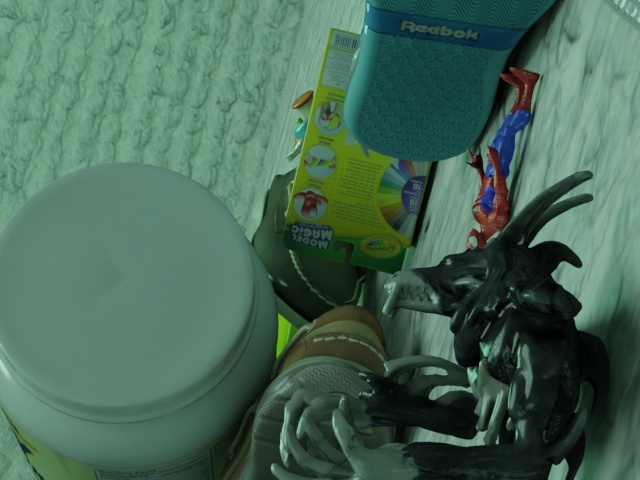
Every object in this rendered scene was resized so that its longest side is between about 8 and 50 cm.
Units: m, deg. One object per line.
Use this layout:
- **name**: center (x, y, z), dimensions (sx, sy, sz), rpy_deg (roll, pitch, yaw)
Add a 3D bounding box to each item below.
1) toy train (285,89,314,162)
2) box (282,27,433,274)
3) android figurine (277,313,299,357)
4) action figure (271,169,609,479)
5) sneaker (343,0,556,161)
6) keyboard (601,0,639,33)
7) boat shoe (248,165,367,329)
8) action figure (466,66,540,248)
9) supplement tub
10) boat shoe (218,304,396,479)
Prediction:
- **toy train**: center (0.020, -0.152, 1.472), dimensions (0.166, 0.046, 0.125), rpy_deg (-41, 1, 15)
- **box**: center (0.037, -0.069, 1.177), dimensions (0.043, 0.105, 0.179), rpy_deg (-60, -16, -86)
- **android figurine**: center (-0.030, 0.170, 1.457), dimensions (0.248, 0.056, 0.272), rpy_deg (119, 163, -67)
- **action figure**: center (0.046, 0.099, 0.644), dimensions (0.164, 0.141, 0.275), rpy_deg (73, -152, -81)
- **sneaker**: center (0.090, -0.216, 0.971), dimensions (0.319, 0.127, 0.208), rpy_deg (116, 165, -58)
- **keyboard**: center (0.161, -0.125, 0.666), dimensions (0.256, 0.014, 0.072), rpy_deg (-97, 21, -70)
- **boat shoe**: center (-0.004, -0.003, 1.372), dimensions (0.091, 0.109, 0.305), rpy_deg (-48, 17, 15)
- **action figure**: center (0.107, -0.047, 0.902), dimensions (0.038, 0.030, 0.115), rpy_deg (168, 114, -77)
- **supplement tub**: center (-0.153, 0.098, 1.232), dimensions (0.325, 0.235, 0.235), rpy_deg (95, -175, -64)
- **boat shoe**: center (-0.015, 0.175, 1.132), dimensions (0.116, 0.123, 0.324), rpy_deg (-73, 9, -47)
